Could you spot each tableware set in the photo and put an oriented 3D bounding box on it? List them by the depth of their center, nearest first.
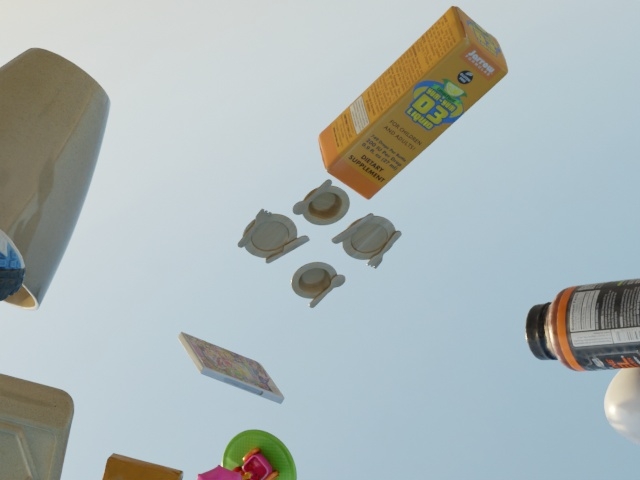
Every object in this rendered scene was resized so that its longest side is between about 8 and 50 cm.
[{"bbox_3d":[0.000,0.000,1.621,0.141,0.169,0.020,-38,-142,17],"label":"tableware set"}]

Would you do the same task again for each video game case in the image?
[{"bbox_3d":[-0.107,0.152,1.703,0.122,0.011,0.087,26,-167,-34],"label":"video game case"}]

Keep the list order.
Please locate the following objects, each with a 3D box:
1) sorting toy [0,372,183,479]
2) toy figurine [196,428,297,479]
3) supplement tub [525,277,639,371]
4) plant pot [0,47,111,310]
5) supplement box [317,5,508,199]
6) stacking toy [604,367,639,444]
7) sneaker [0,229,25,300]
[{"bbox_3d":[-0.275,0.220,1.171,0.307,0.229,0.041,14,-172,4],"label":"sorting toy"},{"bbox_3d":[-0.142,0.373,2.097,0.173,0.130,0.159,-46,166,25],"label":"toy figurine"},{"bbox_3d":[0.343,0.100,1.683,0.198,0.106,0.106,-9,-163,40],"label":"supplement tub"},{"bbox_3d":[-0.385,-0.095,1.775,0.256,0.256,0.274,7,-120,52],"label":"plant pot"},{"bbox_3d":[0.104,-0.157,1.645,0.233,0.078,0.080,-44,-149,21],"label":"supplement box"},{"bbox_3d":[0.574,0.146,1.692,0.480,0.350,0.350,-19,-165,19],"label":"stacking toy"},{"bbox_3d":[-0.301,-0.007,1.044,0.191,0.071,0.083,20,-176,4],"label":"sneaker"}]
